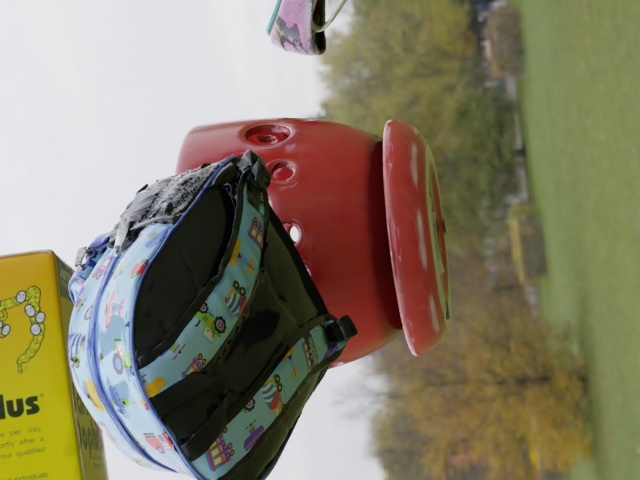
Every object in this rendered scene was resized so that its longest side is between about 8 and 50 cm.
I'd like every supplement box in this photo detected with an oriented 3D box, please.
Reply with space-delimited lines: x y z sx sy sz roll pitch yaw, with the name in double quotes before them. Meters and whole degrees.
"supplement box" -0.332 0.208 1.362 0.194 0.195 0.356 98 163 -81

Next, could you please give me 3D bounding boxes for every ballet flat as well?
"ballet flat" 0.005 -0.285 1.297 0.077 0.079 0.221 -54 -19 -60

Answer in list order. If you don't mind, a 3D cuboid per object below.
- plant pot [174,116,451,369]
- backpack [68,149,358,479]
"plant pot" 0.000 0.000 0.943 0.191 0.174 0.191 -8 -90 -81
"backpack" -0.075 0.058 0.743 0.158 0.117 0.173 61 -147 -24
